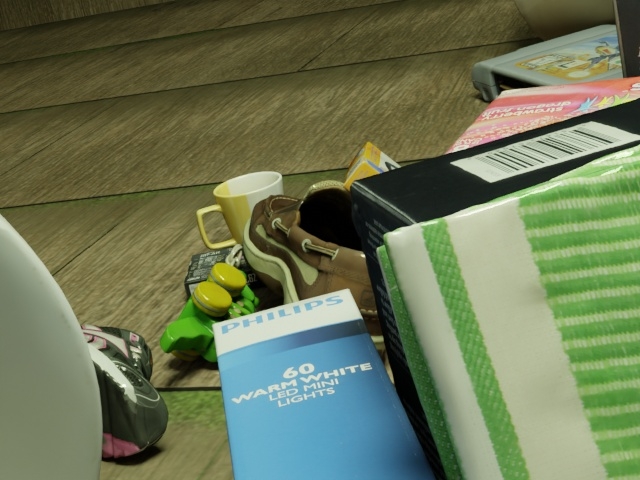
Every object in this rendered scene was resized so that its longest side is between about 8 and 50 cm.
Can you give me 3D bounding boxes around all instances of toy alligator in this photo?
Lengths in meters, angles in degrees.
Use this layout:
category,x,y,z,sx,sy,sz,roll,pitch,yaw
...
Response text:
category,x,y,z,sx,sy,sz,roll,pitch,yaw
toy alligator,-0.070,0.050,0.916,0.051,0.056,0.189,33,23,0

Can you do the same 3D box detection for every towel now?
category,x,y,z,sx,sy,sz,roll,pitch,yaw
towel,0.205,0.062,0.439,0.325,0.247,0.038,-17,-4,-11

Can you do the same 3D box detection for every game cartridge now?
category,x,y,z,sx,sy,sz,roll,pitch,yaw
game cartridge,0.312,-0.180,1.300,0.198,0.062,0.297,-22,21,-12

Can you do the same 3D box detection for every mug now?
category,x,y,z,sx,sy,sz,roll,pitch,yaw
mug,-0.065,-0.021,1.079,0.078,0.064,0.062,-8,20,14

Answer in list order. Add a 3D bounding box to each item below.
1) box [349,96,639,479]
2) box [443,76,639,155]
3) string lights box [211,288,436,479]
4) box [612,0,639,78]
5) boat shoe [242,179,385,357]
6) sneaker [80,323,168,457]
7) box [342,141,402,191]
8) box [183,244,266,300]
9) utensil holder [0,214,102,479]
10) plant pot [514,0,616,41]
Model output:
category,x,y,z,sx,sy,sz,roll,pitch,yaw
box,0.116,0.058,0.529,0.153,0.207,0.108,-18,16,-9
box,0.245,-0.023,0.768,0.300,0.142,0.154,-2,23,28
string lights box,0.013,0.131,0.504,0.077,0.133,0.259,-15,19,-4
box,0.338,-0.184,0.931,0.183,0.294,0.296,-4,21,24
boat shoe,0.008,0.002,0.893,0.095,0.095,0.257,11,17,-20
sneaker,-0.145,0.088,0.827,0.077,0.072,0.178,-13,22,-33
box,0.079,-0.017,0.892,0.028,0.136,0.081,-53,6,15
box,-0.072,0.024,1.027,0.083,0.018,0.067,-11,19,4
utensil holder,-0.321,0.060,0.644,0.328,0.327,0.385,-22,24,-25
plant pot,0.384,-0.370,1.466,0.280,0.323,0.323,-18,12,40
